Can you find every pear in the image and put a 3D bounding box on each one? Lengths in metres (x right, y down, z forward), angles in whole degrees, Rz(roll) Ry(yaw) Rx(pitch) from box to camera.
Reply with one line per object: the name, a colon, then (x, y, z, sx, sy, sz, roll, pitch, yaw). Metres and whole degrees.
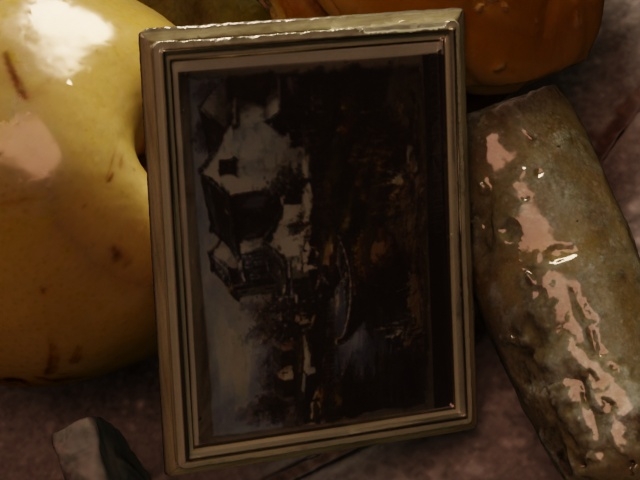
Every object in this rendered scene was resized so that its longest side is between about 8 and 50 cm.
pear: (-0.195, -0.046, 1.395, 0.309, 0.309, 0.309, -5, 67, 11)

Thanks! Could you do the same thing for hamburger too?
hamburger: (0.079, -0.239, 1.433, 0.319, 0.158, 0.318, 12, 67, -31)

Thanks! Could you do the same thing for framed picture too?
framed picture: (0.000, 0.000, 1.307, 0.232, 0.019, 0.296, -7, 101, -21)

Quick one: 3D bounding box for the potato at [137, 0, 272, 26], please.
potato: (-0.081, -0.207, 1.530, 0.197, 0.148, 0.228, -42, 67, 6)

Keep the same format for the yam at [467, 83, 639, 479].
yam: (0.162, 0.033, 1.383, 0.133, 0.133, 0.330, -21, 66, 3)

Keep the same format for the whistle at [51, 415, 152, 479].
whistle: (-0.064, 0.295, 1.304, 0.405, 0.168, 0.188, 33, 77, 28)
